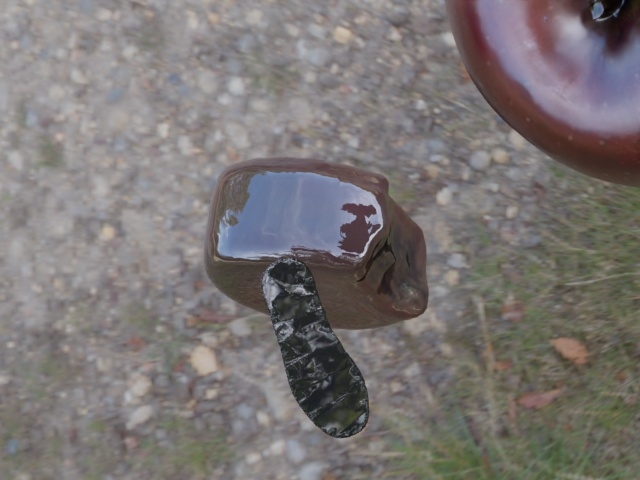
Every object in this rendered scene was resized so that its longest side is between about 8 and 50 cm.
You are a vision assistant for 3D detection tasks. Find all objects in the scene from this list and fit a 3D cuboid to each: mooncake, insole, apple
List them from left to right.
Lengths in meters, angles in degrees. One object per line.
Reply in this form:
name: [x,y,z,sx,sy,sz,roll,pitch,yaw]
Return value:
insole: [-0.008,0.122,1.568,0.080,0.003,0.232,-26,112,-7]
mooncake: [0.000,0.000,1.912,0.334,0.326,0.174,-19,55,52]
apple: [0.168,-0.137,0.681,0.218,0.201,0.218,26,132,33]
